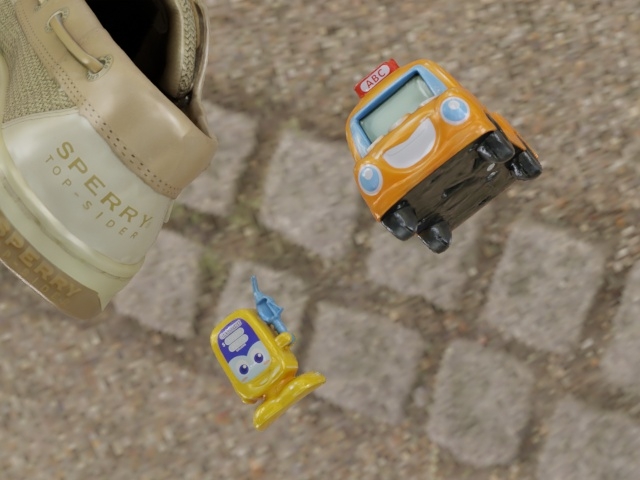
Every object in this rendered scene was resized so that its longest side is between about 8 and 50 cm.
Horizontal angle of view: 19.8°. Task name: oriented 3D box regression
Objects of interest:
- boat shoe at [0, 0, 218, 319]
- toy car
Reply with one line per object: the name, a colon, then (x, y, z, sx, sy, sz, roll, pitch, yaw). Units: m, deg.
boat shoe: (-0.100, -0.086, 0.883, 0.110, 0.341, 0.121, -43, 117, 14)
toy car: (0.000, 0.000, 0.440, 0.122, 0.060, 0.040, -43, 73, 28)
